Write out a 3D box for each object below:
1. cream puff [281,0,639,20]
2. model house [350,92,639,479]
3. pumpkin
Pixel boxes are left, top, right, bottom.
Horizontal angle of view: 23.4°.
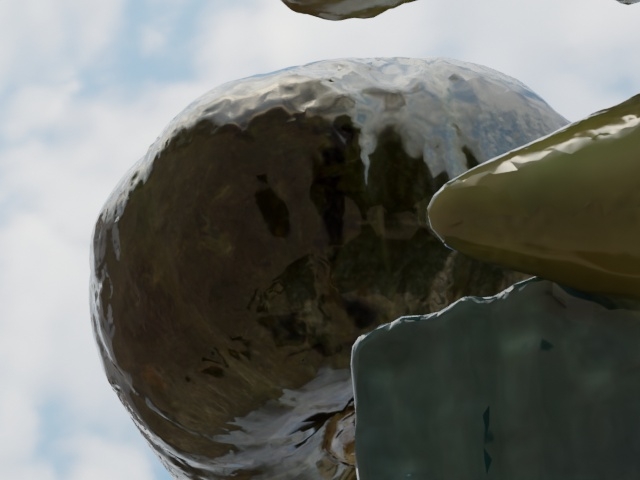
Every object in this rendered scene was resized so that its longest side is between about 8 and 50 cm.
[{"bbox_3d":[0.084,-0.213,0.550,0.324,0.257,0.291,-50,-128,13],"label":"cream puff"},{"bbox_3d":[0.084,0.063,0.438,0.267,0.325,0.194,112,-27,-69],"label":"model house"},{"bbox_3d":[0.000,0.000,0.858,0.325,0.232,0.242,-31,-143,20],"label":"pumpkin"}]
